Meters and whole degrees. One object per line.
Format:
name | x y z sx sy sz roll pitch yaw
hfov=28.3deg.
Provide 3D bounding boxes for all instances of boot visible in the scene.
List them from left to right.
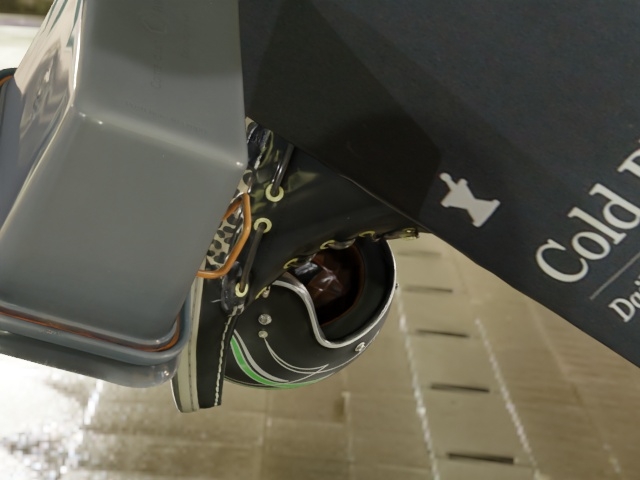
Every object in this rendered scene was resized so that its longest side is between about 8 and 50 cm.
boot | 0.000 0.000 0.755 0.179 0.236 0.085 4 22 -12

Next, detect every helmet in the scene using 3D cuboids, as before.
helmet | -0.034 0.033 0.948 0.169 0.169 0.161 22 -14 46

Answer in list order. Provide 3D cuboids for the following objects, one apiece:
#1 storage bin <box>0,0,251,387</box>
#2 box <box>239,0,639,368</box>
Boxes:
storage bin | -0.062 -0.032 0.427 0.098 0.091 0.135 18 39 -21
box | 0.115 -0.265 0.481 0.472 0.480 0.297 33 47 -1
